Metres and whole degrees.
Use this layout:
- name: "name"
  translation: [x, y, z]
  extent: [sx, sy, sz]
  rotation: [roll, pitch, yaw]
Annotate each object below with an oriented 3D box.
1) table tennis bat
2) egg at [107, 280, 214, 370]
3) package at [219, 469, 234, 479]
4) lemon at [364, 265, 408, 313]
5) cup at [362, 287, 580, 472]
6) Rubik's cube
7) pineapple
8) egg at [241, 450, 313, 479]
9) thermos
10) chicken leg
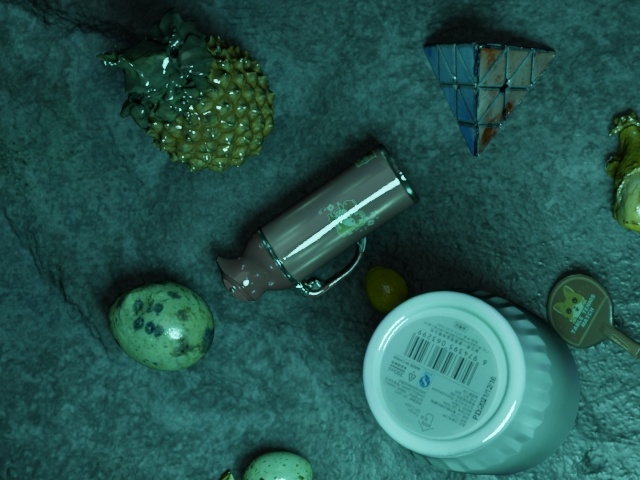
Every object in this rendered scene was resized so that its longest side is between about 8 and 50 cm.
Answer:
- name: "table tennis bat"
  translation: [0.435, 0.119, 1.568]
  extent: [0.170, 0.119, 0.107]
  rotation: [39, 116, 40]
- name: "egg"
  translation: [-0.252, 0.131, 1.658]
  extent: [0.182, 0.141, 0.141]
  rotation: [13, 81, 26]
- name: "package"
  translation: [-0.151, 0.433, 1.626]
  extent: [0.108, 0.031, 0.120]
  rotation: [-37, 67, 3]
- name: "lemon"
  translation: [0.103, 0.079, 1.624]
  extent: [0.065, 0.065, 0.092]
  rotation: [-40, 78, 2]
- name: "cup"
  translation: [0.203, 0.192, 1.427]
  extent: [0.253, 0.371, 0.253]
  rotation: [-4, 78, 20]
- name: "Rubik's cube"
  translation: [0.219, -0.250, 1.673]
  extent: [0.178, 0.211, 0.190]
  rotation: [34, 112, 39]
- name: "pineapple"
  translation: [-0.208, -0.238, 1.614]
  extent: [0.223, 0.357, 0.222]
  rotation: [-3, 79, 16]
- name: "egg"
  translation: [-0.065, 0.360, 1.592]
  extent: [0.110, 0.085, 0.085]
  rotation: [-22, 74, 0]
- name: "thermos"
  translation: [-0.004, -0.007, 1.656]
  extent: [0.330, 0.136, 0.109]
  rotation: [-34, 45, 4]
- name: "chicken leg"
  translation: [0.469, -0.098, 1.570]
  extent: [0.085, 0.101, 0.207]
  rotation: [-6, 56, 8]
